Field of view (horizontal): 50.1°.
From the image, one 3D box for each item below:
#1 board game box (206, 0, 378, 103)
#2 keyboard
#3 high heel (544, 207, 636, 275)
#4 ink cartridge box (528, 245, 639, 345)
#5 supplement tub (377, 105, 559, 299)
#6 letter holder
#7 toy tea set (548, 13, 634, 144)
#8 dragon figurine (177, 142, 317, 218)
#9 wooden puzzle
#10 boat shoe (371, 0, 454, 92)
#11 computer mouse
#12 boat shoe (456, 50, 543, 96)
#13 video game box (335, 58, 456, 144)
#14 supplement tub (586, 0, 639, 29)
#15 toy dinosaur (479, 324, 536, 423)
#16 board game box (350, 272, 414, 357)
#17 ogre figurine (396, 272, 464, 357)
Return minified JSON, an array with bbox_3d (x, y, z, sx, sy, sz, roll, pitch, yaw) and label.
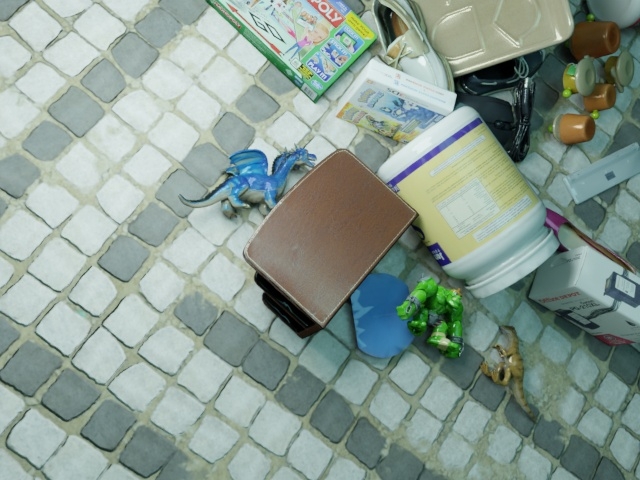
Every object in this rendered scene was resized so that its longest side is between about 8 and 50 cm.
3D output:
[{"bbox_3d":[-0.058,-0.477,1.473,0.317,0.046,0.213,42,69,-4],"label":"board game box"},{"bbox_3d":[0.693,-0.164,1.653,0.256,0.014,0.072,-24,90,-21],"label":"keyboard"},{"bbox_3d":[0.583,0.007,1.517,0.082,0.117,0.244,-40,91,-22],"label":"high heel"},{"bbox_3d":[0.596,0.123,1.463,0.237,0.172,0.100,30,70,-9],"label":"ink cartridge box"},{"bbox_3d":[0.298,-0.074,1.382,0.241,0.241,0.331,-35,89,-22],"label":"supplement tub"},{"bbox_3d":[0.000,0.000,1.320,0.214,0.152,0.302,42,68,-2],"label":"letter holder"},{"bbox_3d":[0.626,-0.382,1.651,0.336,0.124,0.200,-51,124,-24],"label":"toy tea set"},{"bbox_3d":[-0.145,-0.123,1.335,0.289,0.085,0.144,-2,75,-23],"label":"dragon figurine"},{"bbox_3d":[0.352,-0.529,1.507,0.080,0.347,0.322,9,68,-62],"label":"wooden puzzle"},{"bbox_3d":[0.187,-0.400,1.474,0.103,0.113,0.302,2,58,-39],"label":"boat shoe"},{"bbox_3d":[0.358,-0.270,1.513,0.272,0.072,0.189,1,102,-13],"label":"computer mouse"},{"bbox_3d":[0.429,-0.404,1.590,0.254,0.079,0.095,-21,80,-22],"label":"boat shoe"},{"bbox_3d":[0.148,-0.276,1.403,0.187,0.205,0.048,21,73,-11],"label":"video game box"},{"bbox_3d":[0.828,-0.637,1.713,0.272,0.191,0.191,-13,81,-20],"label":"supplement tub"},{"bbox_3d":[0.399,0.280,1.422,0.112,0.064,0.212,-3,78,-19],"label":"toy dinosaur"},{"bbox_3d":[0.120,0.151,1.384,0.133,0.033,0.169,-6,84,-24],"label":"board game box"},{"bbox_3d":[0.231,0.146,1.382,0.197,0.097,0.118,28,63,-16],"label":"ogre figurine"}]
